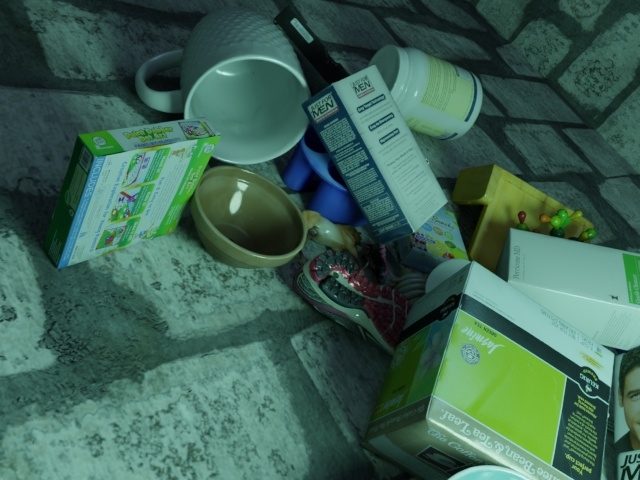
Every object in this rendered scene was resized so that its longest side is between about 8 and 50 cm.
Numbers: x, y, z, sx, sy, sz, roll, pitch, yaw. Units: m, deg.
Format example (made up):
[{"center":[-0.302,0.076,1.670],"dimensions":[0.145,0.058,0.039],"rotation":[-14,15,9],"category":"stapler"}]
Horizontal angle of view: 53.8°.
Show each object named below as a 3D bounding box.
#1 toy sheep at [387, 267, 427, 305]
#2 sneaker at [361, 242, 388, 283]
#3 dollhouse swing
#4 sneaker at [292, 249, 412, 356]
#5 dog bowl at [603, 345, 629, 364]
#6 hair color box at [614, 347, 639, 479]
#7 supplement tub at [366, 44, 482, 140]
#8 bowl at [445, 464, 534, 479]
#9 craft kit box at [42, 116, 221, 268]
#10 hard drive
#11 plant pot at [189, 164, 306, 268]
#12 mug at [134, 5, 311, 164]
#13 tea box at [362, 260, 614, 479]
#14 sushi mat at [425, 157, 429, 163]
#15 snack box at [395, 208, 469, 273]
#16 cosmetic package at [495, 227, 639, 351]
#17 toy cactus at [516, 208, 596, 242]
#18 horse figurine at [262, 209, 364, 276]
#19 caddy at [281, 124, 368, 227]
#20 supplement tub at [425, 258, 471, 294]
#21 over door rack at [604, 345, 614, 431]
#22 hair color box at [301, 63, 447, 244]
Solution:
[{"center":[0.200,0.120,1.382],"dimensions":[0.091,0.091,0.132],"rotation":[7,60,-34],"category":"toy sheep"},{"center":[0.122,0.051,1.432],"dimensions":[0.057,0.047,0.119],"rotation":[5,42,-9],"category":"sneaker"},{"center":[0.531,0.003,1.796],"dimensions":[0.347,0.305,0.315],"rotation":[28,-4,-12],"category":"dollhouse swing"},{"center":[0.079,0.132,1.255],"dimensions":[0.299,0.112,0.121],"rotation":[41,51,-16],"category":"sneaker"},{"center":[0.915,0.303,1.746],"dimensions":[0.265,0.104,0.265],"rotation":[22,39,-20],"category":"dog bowl"},{"center":[0.727,0.407,1.323],"dimensions":[0.113,0.185,0.374],"rotation":[26,57,-14],"category":"hair color box"},{"center":[0.316,-0.461,1.971],"dimensions":[0.325,0.235,0.235],"rotation":[13,43,-29],"category":"supplement tub"},{"center":[0.227,0.499,0.898],"dimensions":[0.311,0.163,0.311],"rotation":[13,54,-19],"category":"bowl"},{"center":[-0.310,-0.082,1.042],"dimensions":[0.061,0.250,0.246],"rotation":[49,38,18],"category":"craft kit box"},{"center":[-0.029,-0.460,1.652],"dimensions":[0.237,0.064,0.339],"rotation":[48,0,-6],"category":"hard drive"},{"center":[-0.154,-0.026,1.223],"dimensions":[0.237,0.110,0.237],"rotation":[23,39,-20],"category":"plant pot"},{"center":[-0.231,-0.374,1.437],"dimensions":[0.374,0.276,0.328],"rotation":[-8,47,-9],"category":"mug"},{"center":[0.302,0.279,1.113],"dimensions":[0.329,0.220,0.323],"rotation":[33,53,-7],"category":"tea box"},{"center":[0.225,-0.230,1.685],"dimensions":[0.151,0.019,0.316],"rotation":[45,3,4],"category":"sushi mat"},{"center":[0.271,-0.010,1.588],"dimensions":[0.174,0.070,0.207],"rotation":[19,38,-22],"category":"snack box"},{"center":[0.607,0.118,1.490],"dimensions":[0.365,0.155,0.197],"rotation":[12,45,6],"category":"cosmetic package"},{"center":[0.602,0.004,1.643],"dimensions":[0.219,0.180,0.112],"rotation":[4,10,-19],"category":"toy cactus"},{"center":[0.000,0.000,1.361],"dimensions":[0.263,0.066,0.174],"rotation":[19,46,-27],"category":"horse figurine"},{"center":[0.078,-0.171,1.513],"dimensions":[0.341,0.179,0.241],"rotation":[-14,59,-46],"category":"caddy"},{"center":[0.317,0.135,1.349],"dimensions":[0.200,0.144,0.144],"rotation":[43,23,-48],"category":"supplement tub"},{"center":[0.649,0.301,1.530],"dimensions":[0.239,0.108,0.324],"rotation":[27,37,-14],"category":"over door rack"},{"center":[0.122,-0.186,1.361],"dimensions":[0.174,0.105,0.347],"rotation":[-38,101,-46],"category":"hair color box"}]
